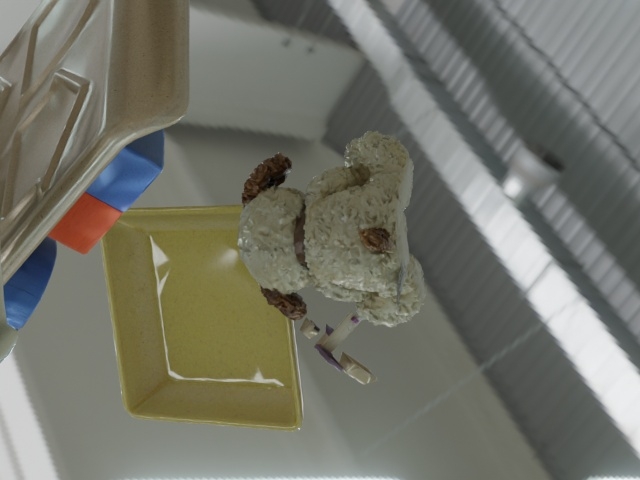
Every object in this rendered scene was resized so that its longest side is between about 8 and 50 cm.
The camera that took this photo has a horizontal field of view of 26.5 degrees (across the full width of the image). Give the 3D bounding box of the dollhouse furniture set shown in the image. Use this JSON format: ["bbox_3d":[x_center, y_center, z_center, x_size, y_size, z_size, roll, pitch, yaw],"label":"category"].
[{"bbox_3d":[0.047,0.140,1.924,0.114,0.081,0.091,38,-175,-42],"label":"dollhouse furniture set"}]

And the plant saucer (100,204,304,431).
[{"bbox_3d":[-0.163,0.105,2.027,0.333,0.332,0.081,0,-169,33],"label":"plant saucer"}]

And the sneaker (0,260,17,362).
[{"bbox_3d":[-0.239,-0.019,0.796,0.087,0.092,0.228,-9,-103,-56],"label":"sneaker"}]

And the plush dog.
[{"bbox_3d":[0.000,0.000,1.754,0.225,0.262,0.210,-5,-173,19],"label":"plush dog"}]

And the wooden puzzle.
[{"bbox_3d":[-0.206,-0.067,1.004,0.080,0.348,0.322,34,-151,-30],"label":"wooden puzzle"}]
